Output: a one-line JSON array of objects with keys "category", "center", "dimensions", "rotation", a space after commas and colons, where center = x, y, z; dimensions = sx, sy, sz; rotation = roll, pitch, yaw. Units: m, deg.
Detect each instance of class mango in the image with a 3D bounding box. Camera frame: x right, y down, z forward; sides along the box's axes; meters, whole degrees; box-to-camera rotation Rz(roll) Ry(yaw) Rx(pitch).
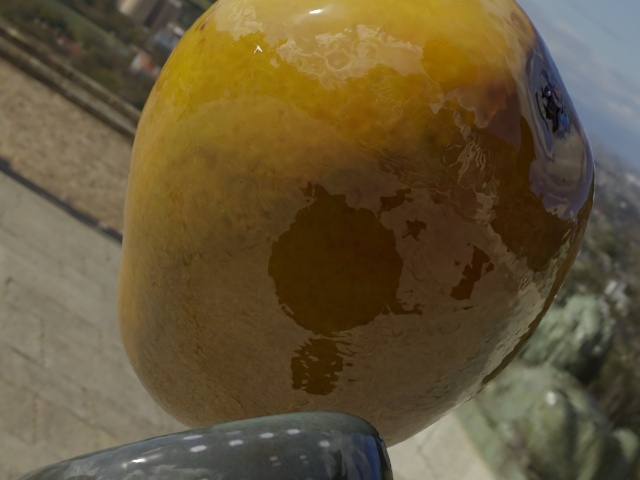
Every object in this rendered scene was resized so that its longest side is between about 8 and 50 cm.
[{"category": "mango", "center": [0.000, 0.000, 0.948], "dimensions": [0.300, 0.446, 0.232], "rotation": [32, 44, -6]}]

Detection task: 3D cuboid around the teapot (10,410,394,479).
[{"category": "teapot", "center": [-0.085, 0.255, 0.723], "dimensions": [0.223, 0.305, 0.285], "rotation": [127, -50, -71]}]
